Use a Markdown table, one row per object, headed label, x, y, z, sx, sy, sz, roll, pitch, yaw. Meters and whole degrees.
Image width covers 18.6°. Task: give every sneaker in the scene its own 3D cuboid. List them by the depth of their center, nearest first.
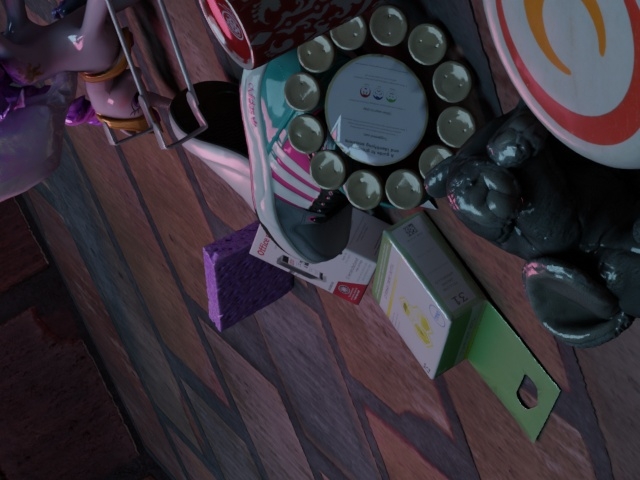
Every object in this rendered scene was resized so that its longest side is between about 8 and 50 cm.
| label | x | y | z | sx | sy | sz | roll | pitch | yaw |
| --- | --- | --- | --- | --- | --- | --- | --- | --- | --- |
| sneaker | 0.034 | -0.062 | 1.847 | 0.178 | 0.124 | 0.295 | 27 | 150 | 29 |
| sneaker | -0.080 | -0.083 | 2.244 | 0.290 | 0.106 | 0.123 | 40 | 154 | 45 |

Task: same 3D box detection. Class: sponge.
| label | x | y | z | sx | sy | sz | roll | pitch | yaw |
| --- | --- | --- | --- | --- | --- | --- | --- | --- | --- |
| sponge | -0.090 | 0.038 | 2.488 | 0.031 | 0.117 | 0.210 | 55 | 164 | 22 |

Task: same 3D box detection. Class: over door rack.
| label | x | y | z | sx | sy | sz | roll | pitch | yaw |
| --- | --- | --- | --- | --- | --- | --- | --- | --- | --- |
| over door rack | -0.186 | -0.268 | 2.169 | 0.239 | 0.108 | 0.324 | -172 | 73 | -70 |

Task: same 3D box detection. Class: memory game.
| label | x | y | z | sx | sy | sz | roll | pitch | yaw |
| --- | --- | --- | --- | --- | --- | --- | --- | --- | --- |
| memory game | 0.052 | -0.115 | 1.709 | 0.186 | 0.186 | 0.012 | 57 | -155 | 5 |

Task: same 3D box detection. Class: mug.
| label | x | y | z | sx | sy | sz | roll | pitch | yaw |
| --- | --- | --- | --- | --- | --- | --- | --- | --- | --- |
| mug | -0.017 | -0.223 | 1.661 | 0.113 | 0.169 | 0.150 | 62 | 164 | -14 |

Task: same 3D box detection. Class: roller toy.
| label | x | y | z | sx | sy | sz | roll | pitch | yaw |
| --- | --- | --- | --- | --- | --- | --- | --- | --- | --- |
| roller toy | 0.200 | -0.154 | 1.159 | 0.209 | 0.146 | 0.191 | 65 | 156 | -1 |

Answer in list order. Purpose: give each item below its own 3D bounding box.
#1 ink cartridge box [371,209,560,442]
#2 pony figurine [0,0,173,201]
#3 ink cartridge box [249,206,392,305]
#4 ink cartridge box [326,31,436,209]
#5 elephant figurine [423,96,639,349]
| label | x | y | z | sx | sy | sz | roll | pitch | yaw |
| --- | --- | --- | --- | --- | --- | --- | --- | --- | --- |
| ink cartridge box | 0.143 | 0.101 | 2.004 | 0.235 | 0.056 | 0.171 | 56 | 164 | 18 |
| pony figurine | -0.356 | -0.226 | 2.439 | 0.363 | 0.351 | 0.303 | 83 | 172 | -52 |
| ink cartridge box | 0.000 | 0.000 | 2.105 | 0.135 | 0.056 | 0.099 | 25 | 147 | 2 |
| ink cartridge box | 0.021 | -0.136 | 1.978 | 0.232 | 0.066 | 0.189 | 41 | 171 | -21 |
| elephant figurine | 0.211 | 0.001 | 1.444 | 0.239 | 0.169 | 0.186 | 44 | -165 | -6 |
